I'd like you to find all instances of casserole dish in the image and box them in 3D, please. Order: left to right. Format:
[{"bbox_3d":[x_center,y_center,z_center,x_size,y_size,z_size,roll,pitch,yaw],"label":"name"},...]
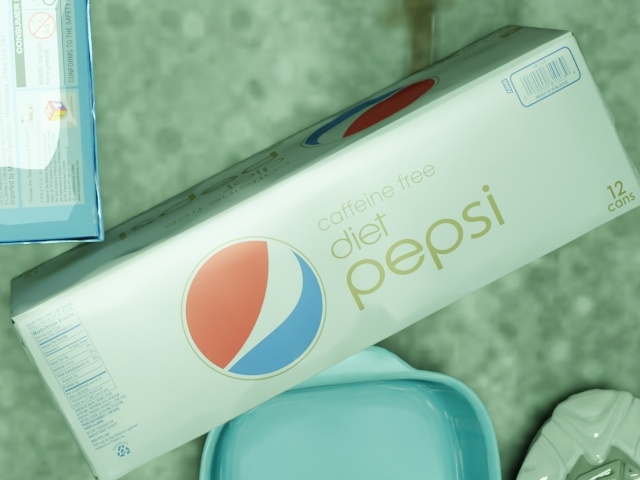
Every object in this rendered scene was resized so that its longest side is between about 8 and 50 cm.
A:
[{"bbox_3d":[0.011,0.128,0.689,0.114,0.037,0.188,-5,101,-10],"label":"casserole dish"}]

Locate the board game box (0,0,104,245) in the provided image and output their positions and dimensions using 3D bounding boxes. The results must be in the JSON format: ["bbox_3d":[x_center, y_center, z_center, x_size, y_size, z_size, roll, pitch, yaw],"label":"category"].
[{"bbox_3d":[-0.184,-0.074,0.618,0.211,0.039,0.160,-4,99,-11],"label":"board game box"}]

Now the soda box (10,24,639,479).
[{"bbox_3d":[0.000,0.000,0.646,0.216,0.074,0.069,-27,103,-5],"label":"soda box"}]

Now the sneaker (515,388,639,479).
[{"bbox_3d":[0.123,0.174,0.692,0.090,0.115,0.232,-11,78,6],"label":"sneaker"}]
